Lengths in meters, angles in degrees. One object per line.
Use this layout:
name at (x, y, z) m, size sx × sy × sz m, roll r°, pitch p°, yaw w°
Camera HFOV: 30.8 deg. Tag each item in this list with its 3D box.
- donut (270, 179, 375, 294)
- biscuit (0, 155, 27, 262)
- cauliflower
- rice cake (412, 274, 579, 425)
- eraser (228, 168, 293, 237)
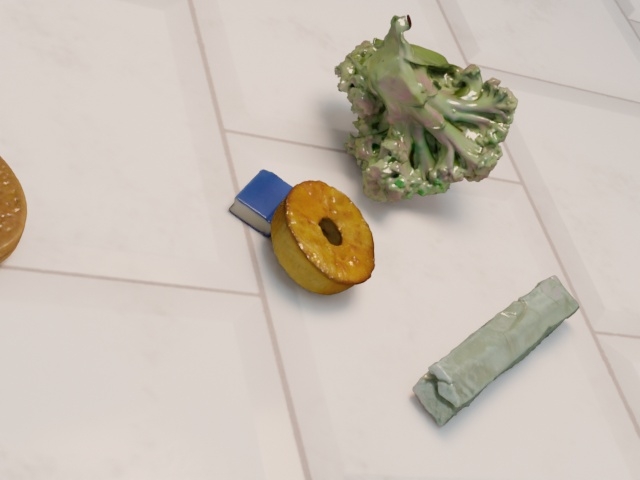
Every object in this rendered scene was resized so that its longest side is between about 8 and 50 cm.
donut at (0.000, 0.000, 1.417) m, size 0.152 × 0.058 × 0.152 m, roll 26°, pitch 44°, yaw -28°
biscuit at (-0.446, -0.066, 1.222) m, size 0.288 × 0.044 × 0.202 m, roll 27°, pitch 39°, yaw -4°
cauliflower at (0.117, -0.192, 1.556) m, size 0.256 × 0.239 × 0.315 m, roll 59°, pitch 2°, yaw 32°
rice cake at (0.228, 0.127, 1.451) m, size 0.066 × 0.063 × 0.336 m, roll 50°, pitch 40°, yaw 9°
eraser at (-0.068, -0.048, 1.465) m, size 0.063 × 0.027 × 0.085 m, roll 34°, pitch 39°, yaw 3°
